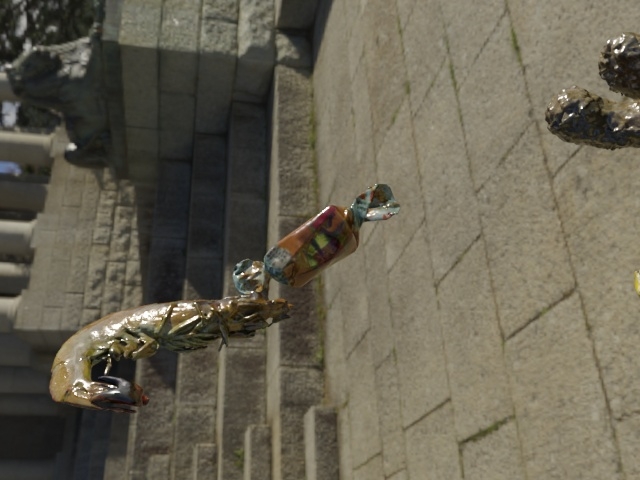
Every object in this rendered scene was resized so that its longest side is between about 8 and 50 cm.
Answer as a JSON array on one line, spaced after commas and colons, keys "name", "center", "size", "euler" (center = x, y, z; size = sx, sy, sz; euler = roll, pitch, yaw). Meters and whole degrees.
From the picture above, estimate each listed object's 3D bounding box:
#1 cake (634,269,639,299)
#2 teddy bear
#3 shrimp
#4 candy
[{"name": "cake", "center": [0.488, 0.113, 0.863], "size": [0.116, 0.079, 0.185], "euler": [-13, -96, -77]}, {"name": "teddy bear", "center": [0.327, -0.126, 0.524], "size": [0.182, 0.129, 0.251], "euler": [-49, 17, -20]}, {"name": "shrimp", "center": [-0.107, 0.076, 0.463], "size": [0.124, 0.178, 0.034], "euler": [-95, -1, -68]}, {"name": "candy", "center": [0.000, 0.000, 0.616], "size": [0.053, 0.182, 0.046], "euler": [55, 171, 14]}]
